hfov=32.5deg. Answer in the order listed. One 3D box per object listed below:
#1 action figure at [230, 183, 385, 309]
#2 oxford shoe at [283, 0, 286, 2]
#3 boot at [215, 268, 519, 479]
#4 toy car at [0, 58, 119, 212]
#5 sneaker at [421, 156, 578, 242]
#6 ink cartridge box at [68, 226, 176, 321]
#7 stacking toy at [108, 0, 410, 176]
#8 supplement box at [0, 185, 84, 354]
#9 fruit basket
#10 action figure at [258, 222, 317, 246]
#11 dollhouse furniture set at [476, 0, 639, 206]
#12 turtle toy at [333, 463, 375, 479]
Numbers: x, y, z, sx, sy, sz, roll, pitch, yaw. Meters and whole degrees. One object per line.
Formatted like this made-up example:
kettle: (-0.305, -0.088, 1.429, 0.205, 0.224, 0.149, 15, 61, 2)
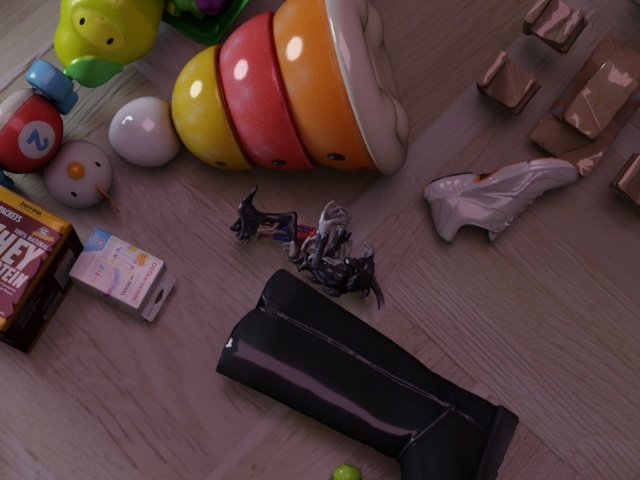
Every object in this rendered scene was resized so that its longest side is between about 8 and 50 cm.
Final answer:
action figure: (0.000, 0.000, 1.747, 0.276, 0.164, 0.140, 29, 88, -1)
oxford shoe: (0.053, -0.464, 1.959, 0.271, 0.097, 0.098, -43, 112, -20)
boot: (0.043, 0.269, 1.635, 0.445, 0.146, 0.367, 33, 36, 3)
toy car: (-0.415, -0.126, 1.766, 0.238, 0.210, 0.219, 36, 82, -6)
sneaker: (0.308, -0.062, 1.845, 0.263, 0.099, 0.121, -12, 82, 1)
ink cartridge box: (-0.313, 0.059, 1.762, 0.143, 0.090, 0.092, 26, 73, 5)
stacking toy: (-0.117, -0.222, 1.798, 0.480, 0.350, 0.350, -15, 74, 12)
supplement box: (-0.475, 0.050, 1.700, 0.129, 0.194, 0.191, 28, 73, 5)
fruit basket: (-0.307, -0.439, 1.802, 0.392, 0.283, 0.391, 9, 68, -24)
action figure: (-0.045, -0.010, 1.832, 0.115, 0.030, 0.038, 8, 78, -6)
dollhouse furniture set: (0.527, -0.298, 1.894, 0.362, 0.256, 0.394, 37, 96, 8)
turtle toy: (0.068, 0.399, 1.690, 0.130, 0.095, 0.066, 40, 55, 9)
